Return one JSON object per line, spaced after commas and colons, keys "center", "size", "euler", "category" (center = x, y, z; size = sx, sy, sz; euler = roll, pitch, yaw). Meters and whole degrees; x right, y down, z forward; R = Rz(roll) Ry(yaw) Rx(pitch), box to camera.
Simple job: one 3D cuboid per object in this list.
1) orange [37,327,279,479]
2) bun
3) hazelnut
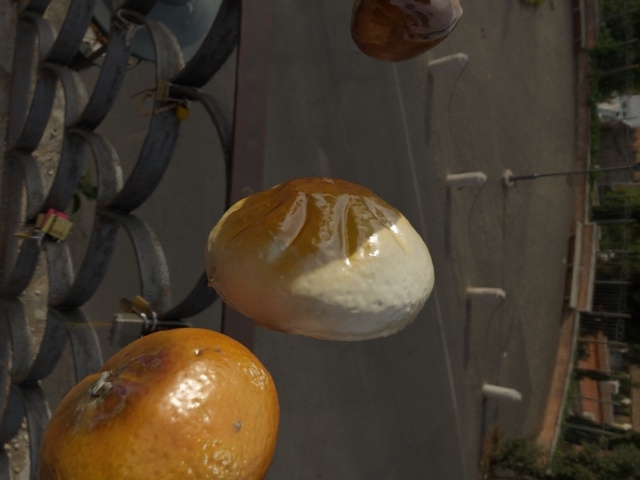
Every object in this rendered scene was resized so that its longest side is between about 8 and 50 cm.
{"center": [-0.151, 0.181, 0.492], "size": [0.224, 0.224, 0.170], "euler": [-51, 128, -33], "category": "orange"}
{"center": [0.000, 0.000, 0.664], "size": [0.299, 0.299, 0.164], "euler": [-8, 109, -45], "category": "bun"}
{"center": [0.120, -0.318, 0.733], "size": [0.150, 0.150, 0.150], "euler": [2, 87, -45], "category": "hazelnut"}
